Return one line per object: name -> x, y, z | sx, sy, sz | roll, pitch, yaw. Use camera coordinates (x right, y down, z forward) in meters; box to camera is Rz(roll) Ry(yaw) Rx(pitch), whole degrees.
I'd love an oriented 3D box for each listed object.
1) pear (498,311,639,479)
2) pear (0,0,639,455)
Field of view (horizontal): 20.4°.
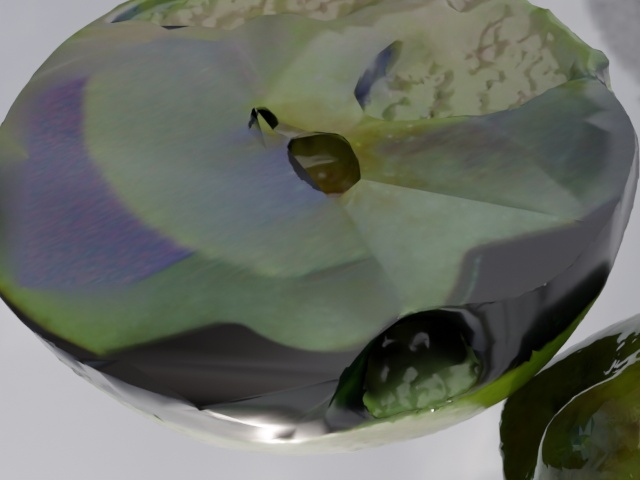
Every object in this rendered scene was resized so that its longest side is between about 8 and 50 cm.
pear -> 0.254, 0.151, 1.046 | 0.318, 0.238, 0.342 | 24, -141, -36
pear -> 0.000, 0.000, 1.116 | 0.165, 0.399, 0.399 | 81, -165, -45
